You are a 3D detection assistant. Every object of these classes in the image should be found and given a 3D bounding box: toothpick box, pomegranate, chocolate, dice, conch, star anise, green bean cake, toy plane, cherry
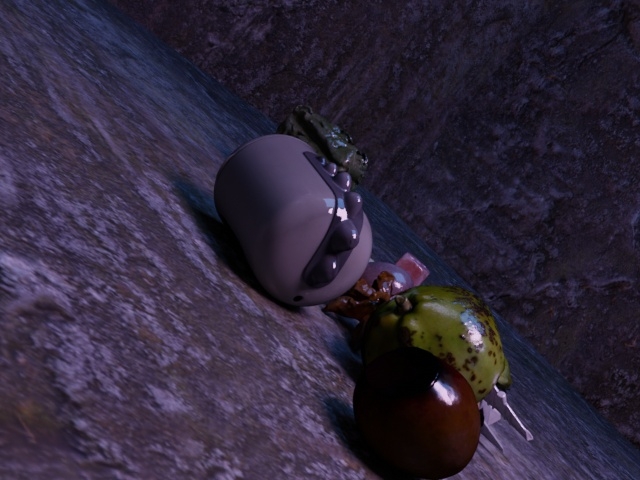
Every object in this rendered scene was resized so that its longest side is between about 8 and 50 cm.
[{"bbox_3d":[-0.033,-0.034,1.356,0.229,0.229,0.316,34,11,-36],"label":"toothpick box"},{"bbox_3d":[0.171,0.204,1.287,0.203,0.277,0.222,-5,21,-23],"label":"pomegranate"},{"bbox_3d":[0.124,0.228,1.044,0.176,0.177,0.177,39,9,-7],"label":"chocolate"},{"bbox_3d":[0.248,0.095,2.329,0.093,0.094,0.091,43,8,7],"label":"dice"},{"bbox_3d":[0.451,0.331,2.124,0.201,0.079,0.095,44,23,-40],"label":"conch"},{"bbox_3d":[0.110,0.126,1.478,0.196,0.111,0.212,23,25,-22],"label":"star anise"},{"bbox_3d":[-0.036,-0.162,1.908,0.132,0.255,0.241,26,21,-48],"label":"green bean cake"},{"bbox_3d":[0.265,0.253,1.445,0.251,0.101,0.255,36,-34,54],"label":"toy plane"},{"bbox_3d":[0.141,0.104,1.853,0.148,0.115,0.188,2,1,2],"label":"cherry"}]

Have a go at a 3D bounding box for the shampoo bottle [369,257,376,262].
[{"bbox_3d":[0.054,0.030,1.968,0.190,0.069,0.041,41,-17,36],"label":"shampoo bottle"}]
